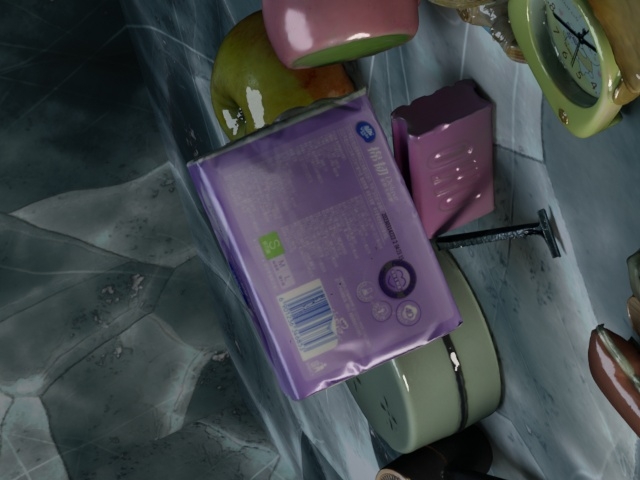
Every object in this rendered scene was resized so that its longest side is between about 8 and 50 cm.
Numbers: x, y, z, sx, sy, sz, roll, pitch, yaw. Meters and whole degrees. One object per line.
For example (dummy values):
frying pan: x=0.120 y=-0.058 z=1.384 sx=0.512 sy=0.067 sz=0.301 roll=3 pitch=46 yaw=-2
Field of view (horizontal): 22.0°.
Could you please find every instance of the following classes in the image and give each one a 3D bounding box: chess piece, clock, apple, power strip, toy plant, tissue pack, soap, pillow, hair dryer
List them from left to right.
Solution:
apple: x=-0.060 y=-0.233 z=2.519 sx=0.261 sy=0.194 sz=0.260 roll=49 pitch=154 yaw=35
toy plant: x=-0.009 y=-0.390 z=2.019 sx=0.317 sy=0.211 sz=0.356 roll=153 pitch=97 yaw=-86
tissue pack: x=0.000 y=0.000 z=2.090 sx=0.160 sy=0.242 sz=0.338 roll=178 pitch=69 yaw=-80
power strip: x=0.128 y=0.137 z=2.518 sx=0.357 sy=0.161 sz=0.357 roll=59 pitch=164 yaw=29
soap: x=0.157 y=-0.100 z=2.093 sx=0.065 sy=0.122 sz=0.203 roll=55 pitch=164 yaw=37
hair dryer: x=0.270 y=0.380 z=2.521 sx=0.352 sy=0.189 sz=0.107 roll=10 pitch=121 yaw=46
clock: x=0.270 y=-0.206 z=1.617 sx=0.170 sy=0.069 sz=0.232 roll=64 pitch=165 yaw=7
pillow: x=0.370 y=0.178 z=1.845 sx=0.179 sy=0.075 sz=0.171 roll=54 pitch=-179 yaw=19
chess piece: x=0.371 y=0.087 z=1.797 sx=0.083 sy=0.038 sz=0.083 roll=55 pitch=162 yaw=27

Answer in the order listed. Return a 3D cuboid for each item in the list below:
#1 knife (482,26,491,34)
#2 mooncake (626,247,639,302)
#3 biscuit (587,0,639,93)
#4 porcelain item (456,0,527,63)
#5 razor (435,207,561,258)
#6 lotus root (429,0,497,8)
knife: x=0.189 y=-0.263 z=1.938 sx=0.096 sy=0.010 sz=0.027 roll=51 pitch=159 yaw=38
mooncake: x=0.375 y=0.068 z=1.675 sx=0.125 sy=0.073 sz=0.130 roll=-144 pitch=34 yaw=-69
biscuit: x=0.287 y=-0.319 z=1.284 sx=0.446 sy=0.104 sz=0.429 roll=69 pitch=165 yaw=-12
porcelain item: x=0.181 y=-0.273 z=1.858 sx=0.213 sy=0.054 sz=0.084 roll=55 pitch=164 yaw=33
razor: x=0.223 y=-0.003 z=2.075 sx=0.190 sy=0.033 sz=0.066 roll=-8 pitch=109 yaw=45
lotus root: x=0.148 y=-0.353 z=1.601 sx=0.175 sy=0.175 sz=0.349 roll=58 pitch=161 yaw=27
